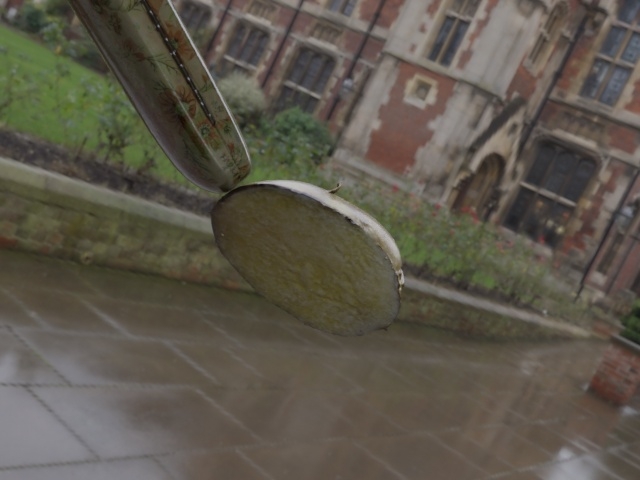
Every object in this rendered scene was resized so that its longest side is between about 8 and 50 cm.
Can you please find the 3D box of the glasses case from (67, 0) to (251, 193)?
[{"bbox_3d":[-0.216,-0.239,1.006,0.156,0.098,0.425,20,-34,51],"label":"glasses case"}]

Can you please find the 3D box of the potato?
[{"bbox_3d":[0.000,0.000,1.119,0.299,0.116,0.239,40,-38,-20],"label":"potato"}]
